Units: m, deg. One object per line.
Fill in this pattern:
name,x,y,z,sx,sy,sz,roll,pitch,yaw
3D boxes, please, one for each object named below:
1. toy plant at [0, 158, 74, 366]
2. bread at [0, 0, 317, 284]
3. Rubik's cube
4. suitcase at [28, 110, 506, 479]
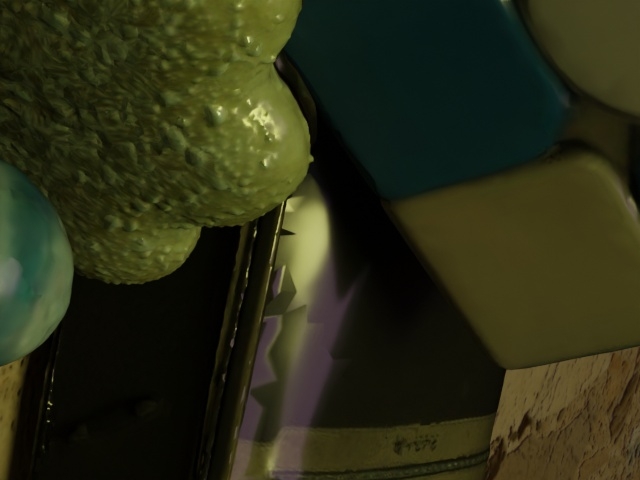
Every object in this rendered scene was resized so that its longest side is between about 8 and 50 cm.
toy plant,-0.230,0.006,0.632,0.247,0.247,0.332,-59,150,-23
bread,-0.098,-0.073,0.713,0.056,0.207,0.286,-59,174,-41
Rubik's cube,0.178,-0.197,0.745,0.347,0.347,0.344,54,41,-26
suitcase,0.000,0.000,0.968,0.283,0.194,0.433,5,100,-55
